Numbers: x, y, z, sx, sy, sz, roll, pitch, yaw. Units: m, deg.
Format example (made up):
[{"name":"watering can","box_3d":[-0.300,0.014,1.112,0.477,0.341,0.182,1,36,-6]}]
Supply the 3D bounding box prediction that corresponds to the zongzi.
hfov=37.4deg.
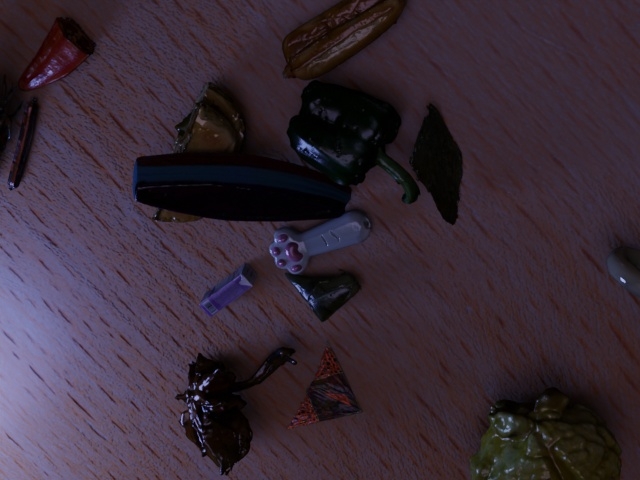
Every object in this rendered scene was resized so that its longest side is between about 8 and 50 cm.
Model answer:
[{"name":"zongzi","box_3d":[0.006,0.076,1.775,0.109,0.055,0.119,-41,86,19]}]

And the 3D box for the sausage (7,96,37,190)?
[{"name":"sausage","box_3d":[-0.572,-0.183,1.812,0.028,0.025,0.198,35,116,32]}]

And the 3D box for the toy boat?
[{"name":"toy boat","box_3d":[-0.131,-0.083,1.657,0.392,0.079,0.136,4,125,-11]}]

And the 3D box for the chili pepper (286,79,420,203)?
[{"name":"chili pepper","box_3d":[0.070,-0.166,1.615,0.261,0.174,0.165,27,88,2]}]

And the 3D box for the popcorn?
[{"name":"popcorn","box_3d":[0.408,0.397,1.718,0.257,0.224,0.270,27,119,9]}]

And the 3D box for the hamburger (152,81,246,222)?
[{"name":"hamburger","box_3d":[-0.213,-0.153,1.707,0.130,0.124,0.262,17,120,-21]}]

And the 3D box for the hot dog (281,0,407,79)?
[{"name":"hot dog","box_3d":[0.035,-0.350,1.599,0.249,0.076,0.102,-30,64,18]}]

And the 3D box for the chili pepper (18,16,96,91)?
[{"name":"chili pepper","box_3d":[-0.498,-0.325,1.727,0.169,0.065,0.088,-35,99,25]}]

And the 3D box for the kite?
[{"name":"kite","box_3d":[0.027,0.316,1.879,0.125,0.008,0.222,25,113,2]}]

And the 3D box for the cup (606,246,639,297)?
[{"name":"cup","box_3d":[0.618,0.079,1.564,0.173,0.202,0.255,-41,97,22]}]

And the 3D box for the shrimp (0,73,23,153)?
[{"name":"shrimp","box_3d":[-0.659,-0.229,1.754,0.172,0.137,0.372,24,113,7]}]

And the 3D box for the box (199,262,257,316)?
[{"name":"box","box_3d":[-0.178,0.095,1.818,0.117,0.051,0.036,-37,106,20]}]

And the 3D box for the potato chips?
[{"name":"potato chips","box_3d":[0.202,-0.129,1.623,0.026,0.142,0.209,-1,91,45]}]

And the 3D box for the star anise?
[{"name":"star anise","box_3d":[-0.171,0.311,1.841,0.346,0.148,0.237,-47,52,23]}]

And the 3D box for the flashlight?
[{"name":"flashlight","box_3d":[0.000,0.000,1.748,0.200,0.047,0.093,-19,104,18]}]
